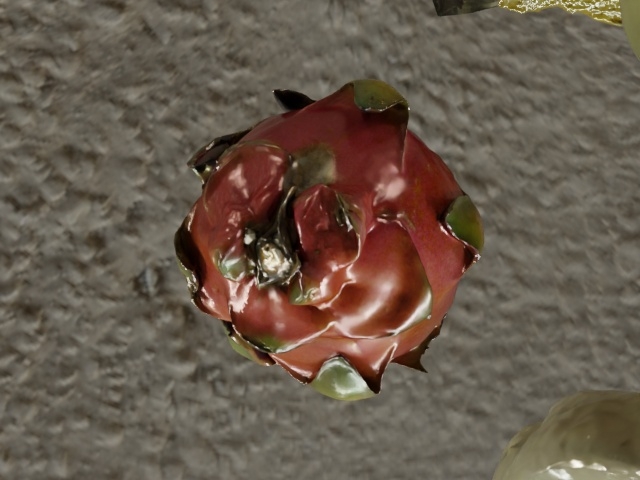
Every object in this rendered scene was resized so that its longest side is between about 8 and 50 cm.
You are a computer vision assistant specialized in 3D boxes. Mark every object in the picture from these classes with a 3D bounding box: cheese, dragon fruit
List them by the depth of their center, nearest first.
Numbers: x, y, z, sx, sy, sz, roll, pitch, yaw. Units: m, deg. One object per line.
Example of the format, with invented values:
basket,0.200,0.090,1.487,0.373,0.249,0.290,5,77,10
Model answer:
dragon fruit,0.001,0.000,0.877,0.224,0.224,0.227,-35,145,10
cheese,0.289,0.262,0.981,0.318,0.115,0.326,7,127,44

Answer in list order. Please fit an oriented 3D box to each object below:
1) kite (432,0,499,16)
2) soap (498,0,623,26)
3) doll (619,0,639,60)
kite,0.281,-0.379,1.629,0.310,0.015,0.169,-4,65,-9
soap,0.416,-0.297,1.387,0.338,0.304,0.169,-27,148,-18
doll,0.263,-0.218,0.887,0.141,0.117,0.296,-38,73,34
